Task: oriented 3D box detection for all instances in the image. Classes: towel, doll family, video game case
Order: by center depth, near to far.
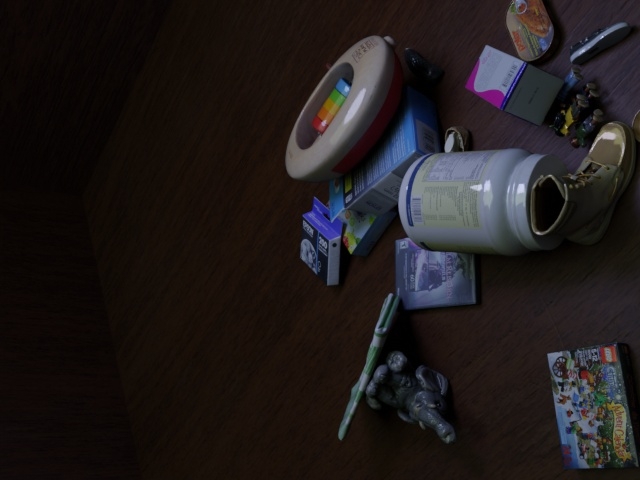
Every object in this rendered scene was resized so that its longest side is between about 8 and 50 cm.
[{"bbox_3d":[0.538,-0.280,1.506,0.111,0.075,0.193,115,170,-52],"label":"doll family"},{"bbox_3d":[0.294,0.076,1.796,0.274,0.026,0.196,-14,71,51],"label":"video game case"},{"bbox_3d":[0.123,0.319,1.810,0.248,0.038,0.325,-54,-16,-68],"label":"towel"}]

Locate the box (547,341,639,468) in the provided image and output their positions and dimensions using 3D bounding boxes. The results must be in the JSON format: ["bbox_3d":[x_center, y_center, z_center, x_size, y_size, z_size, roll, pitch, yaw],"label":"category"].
[{"bbox_3d":[0.546,0.330,1.390,0.159,0.044,0.233,-24,64,48],"label":"box"}]

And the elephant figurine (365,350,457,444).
[{"bbox_3d":[0.239,0.388,1.702,0.239,0.186,0.169,29,145,15],"label":"elephant figurine"}]

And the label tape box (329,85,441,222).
[{"bbox_3d":[0.167,-0.213,1.907,0.347,0.115,0.249,-40,37,40],"label":"label tape box"}]

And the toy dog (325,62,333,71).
[{"bbox_3d":[0.035,-0.398,2.120,0.161,0.220,0.334,41,106,24],"label":"toy dog"}]

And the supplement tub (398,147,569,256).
[{"bbox_3d":[0.363,-0.084,1.556,0.324,0.235,0.236,3,85,47],"label":"supplement tub"}]

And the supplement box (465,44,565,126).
[{"bbox_3d":[0.435,-0.355,1.591,0.111,0.113,0.220,-65,21,19],"label":"supplement box"}]

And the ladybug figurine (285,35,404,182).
[{"bbox_3d":[0.076,-0.335,1.867,0.449,0.161,0.305,-52,31,22],"label":"ladybug figurine"}]

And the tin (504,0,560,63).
[{"bbox_3d":[0.500,-0.503,1.656,0.106,0.040,0.190,-34,56,39],"label":"tin"}]

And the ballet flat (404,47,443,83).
[{"bbox_3d":[0.280,-0.485,1.941,0.058,0.049,0.173,74,168,-46],"label":"ballet flat"}]

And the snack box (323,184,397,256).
[{"bbox_3d":[0.112,-0.086,2.032,0.175,0.070,0.207,-56,45,28],"label":"snack box"}]

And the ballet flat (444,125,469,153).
[{"bbox_3d":[0.338,-0.191,1.765,0.073,0.067,0.206,-14,71,47],"label":"ballet flat"}]

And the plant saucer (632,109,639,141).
[{"bbox_3d":[0.664,-0.232,1.394,0.083,0.015,0.084,-17,68,50],"label":"plant saucer"}]

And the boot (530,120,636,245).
[{"bbox_3d":[0.520,-0.124,1.395,0.095,0.203,0.262,30,107,47],"label":"boot"}]

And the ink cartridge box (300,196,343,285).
[{"bbox_3d":[0.000,0.000,2.113,0.206,0.045,0.209,-137,45,-55],"label":"ink cartridge box"}]

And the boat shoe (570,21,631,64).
[{"bbox_3d":[0.596,-0.432,1.505,0.142,0.049,0.040,-31,58,47],"label":"boat shoe"}]
